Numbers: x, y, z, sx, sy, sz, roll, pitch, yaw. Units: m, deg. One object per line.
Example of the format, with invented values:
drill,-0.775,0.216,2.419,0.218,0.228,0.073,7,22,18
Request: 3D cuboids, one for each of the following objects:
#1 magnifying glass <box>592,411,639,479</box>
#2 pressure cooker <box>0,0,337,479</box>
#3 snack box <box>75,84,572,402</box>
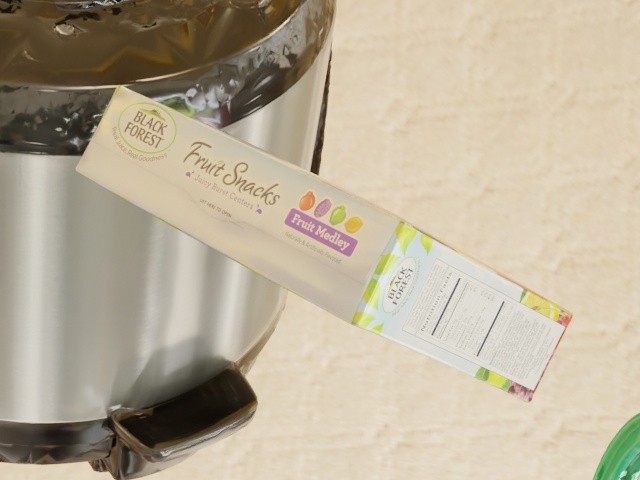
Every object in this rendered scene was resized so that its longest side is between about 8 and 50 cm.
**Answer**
magnifying glass,0.137,0.167,0.725,0.231,0.026,0.092,-86,21,-45
pressure cooker,-0.190,-0.059,1.205,0.375,0.420,0.370,11,43,1
snack box,0.000,0.000,0.580,0.141,0.100,0.037,27,89,42
